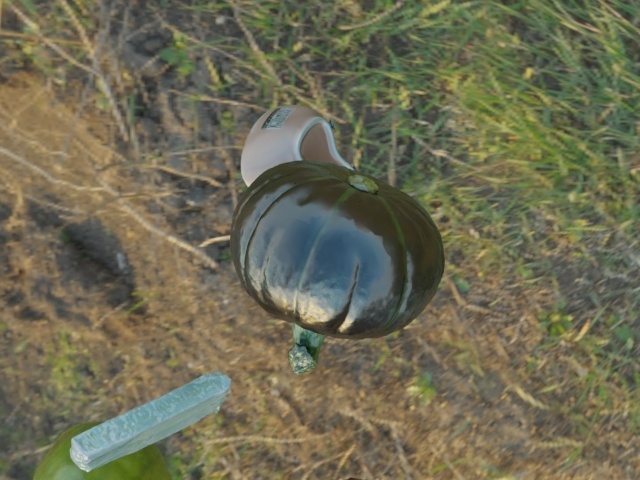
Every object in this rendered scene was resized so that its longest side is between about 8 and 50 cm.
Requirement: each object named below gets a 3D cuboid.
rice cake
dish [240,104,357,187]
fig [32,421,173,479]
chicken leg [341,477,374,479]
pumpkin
[{"bbox_3d":[-0.219,0.235,1.378,0.040,0.226,0.085,56,145,18],"label":"rice cake"},{"bbox_3d":[-0.017,-0.116,1.666,0.090,0.213,0.213,-13,90,45],"label":"dish"},{"bbox_3d":[-0.340,0.419,1.573,0.233,0.314,0.233,5,128,7],"label":"fig"},{"bbox_3d":[0.048,0.306,1.125,0.253,0.051,0.106,-5,70,40],"label":"chicken leg"},{"bbox_3d":[0.007,0.037,1.213,0.248,0.248,0.248,3,97,27],"label":"pumpkin"}]
